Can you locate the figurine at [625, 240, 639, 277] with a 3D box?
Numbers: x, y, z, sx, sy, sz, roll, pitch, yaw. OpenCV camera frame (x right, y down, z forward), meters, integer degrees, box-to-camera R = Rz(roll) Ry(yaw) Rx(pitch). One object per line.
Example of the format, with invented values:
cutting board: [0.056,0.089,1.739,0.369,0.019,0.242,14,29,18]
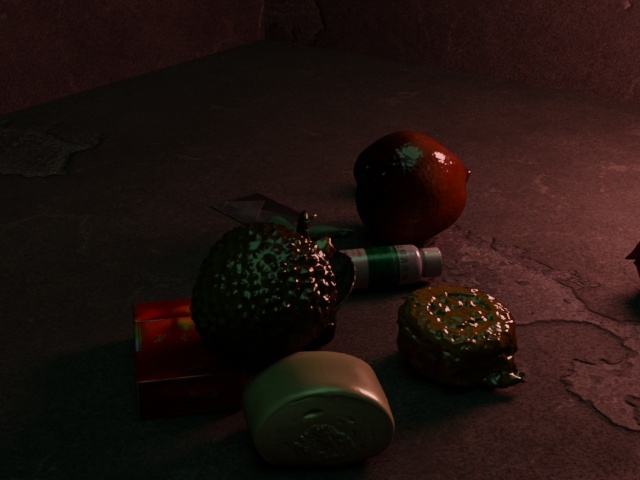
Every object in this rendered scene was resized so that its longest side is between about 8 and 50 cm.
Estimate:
figurine: [0.816,0.044,2.173,0.208,0.181,0.257,46,38,3]

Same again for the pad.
pad: [-0.164,-0.077,2.624,0.163,0.004,0.243,-20,31,-35]

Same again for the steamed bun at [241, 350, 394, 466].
steamed bun: [-0.007,0.278,1.665,0.250,0.155,0.200,-1,25,-9]

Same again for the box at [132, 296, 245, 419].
box: [-0.262,0.216,1.885,0.197,0.089,0.313,-6,25,-10]

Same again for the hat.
hat: [-0.031,0.148,1.982,0.265,0.128,0.266,-16,33,11]

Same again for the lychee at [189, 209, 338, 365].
lychee: [-0.100,0.090,1.774,0.269,0.270,0.320,9,13,20]

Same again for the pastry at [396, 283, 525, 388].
pastry: [0.267,0.183,1.897,0.240,0.132,0.235,-2,24,-2]

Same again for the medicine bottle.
medicine bottle: [0.146,0.060,2.214,0.259,0.095,0.095,-5,25,-11]

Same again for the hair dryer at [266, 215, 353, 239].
hair dryer: [0.000,0.000,2.407,0.237,0.075,0.206,-9,32,-36]

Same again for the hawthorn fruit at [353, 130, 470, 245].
hawthorn fruit: [0.223,-0.127,2.421,0.295,0.295,0.311,24,0,42]
